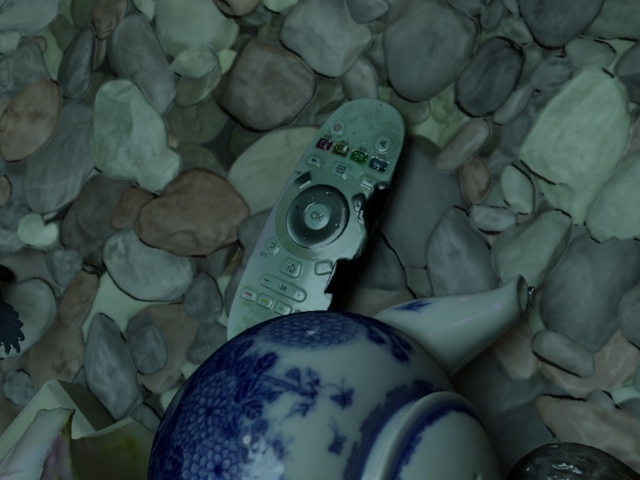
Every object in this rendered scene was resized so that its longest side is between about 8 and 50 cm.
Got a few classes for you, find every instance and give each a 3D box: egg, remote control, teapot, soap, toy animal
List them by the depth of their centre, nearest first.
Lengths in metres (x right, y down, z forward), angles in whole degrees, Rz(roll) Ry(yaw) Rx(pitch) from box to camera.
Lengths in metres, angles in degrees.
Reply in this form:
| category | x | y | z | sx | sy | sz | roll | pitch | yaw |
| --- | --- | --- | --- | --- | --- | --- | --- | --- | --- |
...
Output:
| category | x | y | z | sx | sy | sz | roll | pitch | yaw |
| --- | --- | --- | --- | --- | --- | --- | --- | --- | --- |
| teapot | 0.025 | 0.179 | 0.945 | 0.280 | 0.252 | 0.424 | 4 | 48 | 38 |
| egg | -0.192 | 0.233 | 1.015 | 0.162 | 0.271 | 0.206 | -5 | 79 | 26 |
| remote control | 0.000 | -0.001 | 1.129 | 0.097 | 0.045 | 0.256 | 26 | 87 | 28 |
| soap | -0.246 | 0.228 | 1.183 | 0.183 | 0.064 | 0.121 | -49 | 60 | 7 |
| toy animal | -0.336 | 0.047 | 1.247 | 0.220 | 0.108 | 0.062 | 31 | 98 | 31 |

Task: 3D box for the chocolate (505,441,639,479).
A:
| category | x | y | z | sx | sy | sz | roll | pitch | yaw |
| --- | --- | --- | --- | --- | --- | --- | --- | --- | --- |
| chocolate | 0.234 | 0.211 | 0.929 | 0.248 | 0.110 | 0.110 | 21 | 87 | 28 |
